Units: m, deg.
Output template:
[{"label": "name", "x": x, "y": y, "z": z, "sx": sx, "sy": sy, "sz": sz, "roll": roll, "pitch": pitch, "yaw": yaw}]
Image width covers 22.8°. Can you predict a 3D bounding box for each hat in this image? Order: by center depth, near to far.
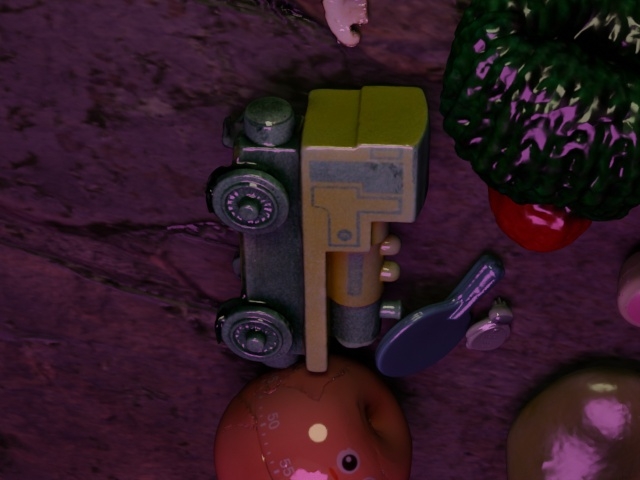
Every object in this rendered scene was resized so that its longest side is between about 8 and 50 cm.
[{"label": "hat", "x": 0.237, "y": -0.096, "z": 1.594, "sx": 0.274, "sy": 0.242, "sz": 0.332, "roll": 28, "pitch": 143, "yaw": 7}]

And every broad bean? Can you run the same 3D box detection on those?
[{"label": "broad bean", "x": 0.323, "y": 0.256, "z": 1.935, "sx": 0.189, "sy": 0.121, "sz": 0.263, "roll": 26, "pitch": 115, "yaw": -1}]

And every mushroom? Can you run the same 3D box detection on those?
[{"label": "mushroom", "x": 0.026, "y": -0.245, "z": 1.650, "sx": 0.049, "sy": 0.019, "sz": 0.101, "roll": 5, "pitch": 131, "yaw": 11}]

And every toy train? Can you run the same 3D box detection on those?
[{"label": "toy train", "x": 0.000, "y": 0.000, "z": 1.780, "sx": 0.237, "sy": 0.150, "sz": 0.369, "roll": 3, "pitch": 131, "yaw": 4}]

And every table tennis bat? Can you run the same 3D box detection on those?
[{"label": "table tennis bat", "x": 0.144, "y": 0.092, "z": 1.858, "sx": 0.124, "sy": 0.033, "sz": 0.201, "roll": 9, "pitch": 129, "yaw": -48}]

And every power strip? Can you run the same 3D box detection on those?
[{"label": "power strip", "x": 0.201, "y": 0.100, "z": 1.881, "sx": 0.055, "sy": 0.035, "sz": 0.083, "roll": 5, "pitch": 143, "yaw": -19}]

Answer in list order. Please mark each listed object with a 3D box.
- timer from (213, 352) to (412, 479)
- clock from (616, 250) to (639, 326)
[{"label": "timer", "x": -0.008, "y": 0.255, "z": 1.926, "sx": 0.215, "sy": 0.229, "sz": 0.229, "roll": -31, "pitch": 116, "yaw": 20}, {"label": "clock", "x": 0.494, "y": 0.033, "z": 1.701, "sx": 0.284, "sy": 0.114, "sz": 0.309, "roll": 32, "pitch": 129, "yaw": -15}]
